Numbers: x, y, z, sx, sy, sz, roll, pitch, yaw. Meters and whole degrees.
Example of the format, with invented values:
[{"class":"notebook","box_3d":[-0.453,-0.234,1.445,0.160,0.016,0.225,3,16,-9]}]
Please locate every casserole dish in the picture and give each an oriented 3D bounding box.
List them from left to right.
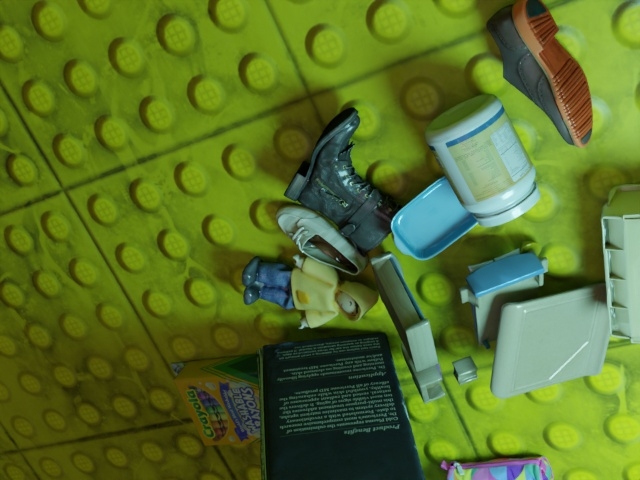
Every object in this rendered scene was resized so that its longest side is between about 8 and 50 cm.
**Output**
[{"class":"casserole dish","box_3d":[0.219,-0.047,1.592,0.188,0.037,0.114,-39,101,12]}]

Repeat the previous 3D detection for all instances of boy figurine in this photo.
[{"class":"boy figurine","box_3d":[-0.019,0.116,1.777,0.285,0.092,0.177,12,119,18]}]

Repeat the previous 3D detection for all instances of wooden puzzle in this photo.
[{"class":"wooden puzzle","box_3d":[0.442,0.188,1.612,0.239,0.044,0.221,-8,121,-15]}]

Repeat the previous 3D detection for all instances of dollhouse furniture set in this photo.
[{"class":"dollhouse furniture set","box_3d":[0.291,0.122,1.675,0.303,0.198,0.286,-21,136,-2]}]

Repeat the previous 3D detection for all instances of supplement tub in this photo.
[{"class":"supplement tub","box_3d":[0.287,-0.139,1.477,0.144,0.144,0.199,-22,109,30]}]

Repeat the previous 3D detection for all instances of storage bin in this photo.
[{"class":"storage bin","box_3d":[0.633,0.040,1.459,0.260,0.123,0.262,-2,118,23]}]

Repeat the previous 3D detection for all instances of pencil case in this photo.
[{"class":"pencil case","box_3d":[0.388,0.526,1.848,0.236,0.104,0.104,-10,114,25]}]

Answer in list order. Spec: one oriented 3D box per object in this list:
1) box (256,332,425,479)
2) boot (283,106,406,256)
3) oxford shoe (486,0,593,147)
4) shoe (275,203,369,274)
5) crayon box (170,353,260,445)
[{"class":"box","box_3d":[0.043,0.522,1.714,0.297,0.472,0.480,-6,118,0]},{"class":"boot","box_3d":[0.075,-0.108,1.625,0.229,0.091,0.263,33,129,-5]},{"class":"oxford shoe","box_3d":[0.372,-0.274,1.414,0.098,0.097,0.271,-14,109,49]},{"class":"shoe","box_3d":[0.000,0.000,1.720,0.219,0.058,0.076,32,125,2]},{"class":"crayon box","box_3d":[-0.206,0.382,2.005,0.323,0.083,0.203,-9,114,26]}]
